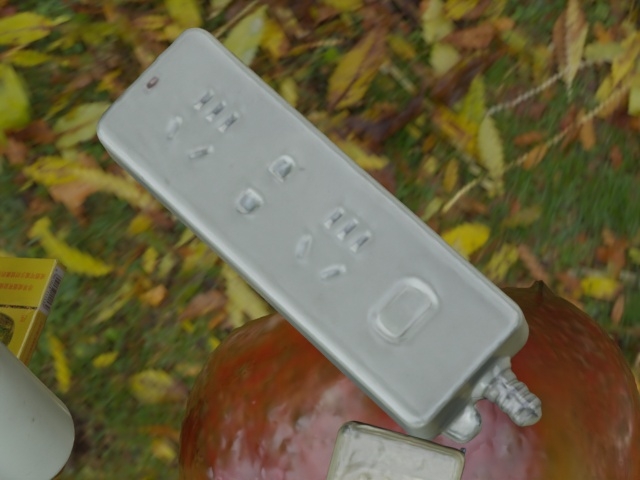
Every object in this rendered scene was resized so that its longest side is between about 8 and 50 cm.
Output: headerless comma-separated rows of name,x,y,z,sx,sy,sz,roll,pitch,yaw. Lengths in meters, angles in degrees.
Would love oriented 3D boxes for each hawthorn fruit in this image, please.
hawthorn fruit,0.087,0.227,1.572,0.403,0.403,0.402,3,104,11

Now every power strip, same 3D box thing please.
power strip,0.000,0.000,1.157,0.338,0.058,0.098,42,83,18
power strip,0.021,0.143,0.829,0.056,0.032,0.123,14,87,5

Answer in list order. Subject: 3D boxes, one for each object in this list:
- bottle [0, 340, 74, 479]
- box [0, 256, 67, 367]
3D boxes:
bottle,-0.295,0.161,1.759,0.104,0.245,0.104,-8,61,14
box,-0.316,0.089,1.930,0.087,0.023,0.155,4,63,32
